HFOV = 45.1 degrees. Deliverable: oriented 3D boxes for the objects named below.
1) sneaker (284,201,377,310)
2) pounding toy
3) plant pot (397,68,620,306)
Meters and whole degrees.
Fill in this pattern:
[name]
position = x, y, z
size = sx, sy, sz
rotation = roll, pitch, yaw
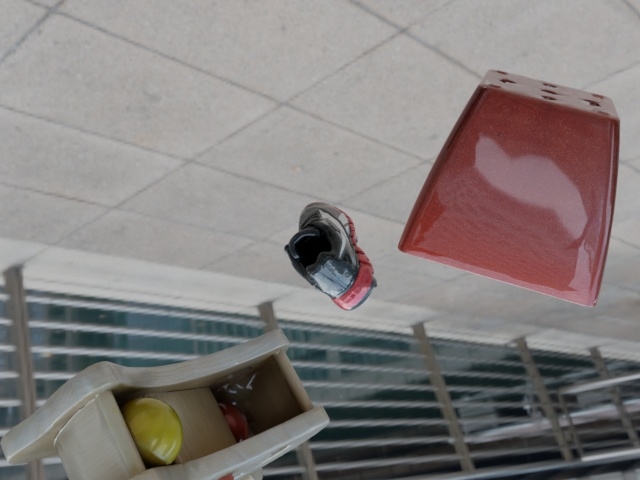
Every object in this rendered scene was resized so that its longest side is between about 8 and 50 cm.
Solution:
[sneaker]
position = 0.000, 0.000, 1.309
size = 0.135, 0.276, 0.097
rotation = 33, 109, -30
[pounding toy]
position = -0.068, 0.159, 0.518
size = 0.154, 0.154, 0.269
rotation = -32, 163, 8
[plant pot]
position = 0.284, -0.097, 1.079
size = 0.267, 0.235, 0.267
rotation = 16, -157, 11
